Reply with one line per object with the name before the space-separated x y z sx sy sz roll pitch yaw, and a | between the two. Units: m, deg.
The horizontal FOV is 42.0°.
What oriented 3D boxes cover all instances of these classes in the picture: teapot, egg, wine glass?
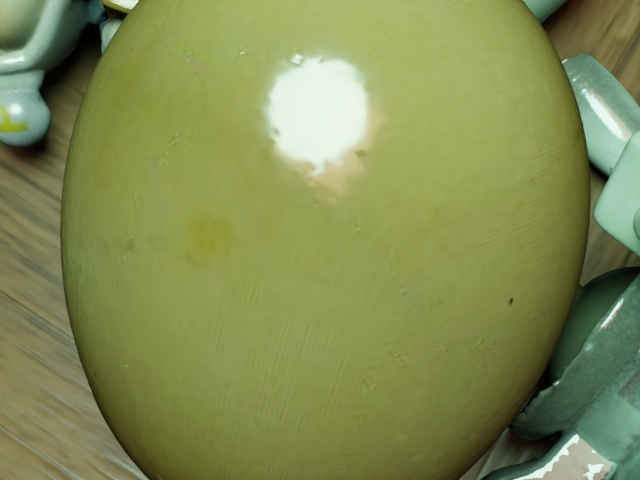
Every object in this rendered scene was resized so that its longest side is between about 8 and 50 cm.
teapot | 0.230 0.142 0.537 0.285 0.223 0.305 40 105 18
egg | 0.000 0.000 0.502 0.301 0.301 0.374 11 115 4
wine glass | 0.247 -0.056 0.648 0.066 0.066 0.198 -31 74 -8

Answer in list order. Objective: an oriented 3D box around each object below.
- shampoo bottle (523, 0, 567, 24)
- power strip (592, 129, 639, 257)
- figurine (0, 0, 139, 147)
shampoo bottle | 0.138 -0.194 0.658 0.262 0.085 0.085 -41 78 -4
power strip | 0.299 -0.041 0.529 0.385 0.062 0.091 -15 48 -39
figurine | -0.181 -0.193 0.630 0.381 0.186 0.261 13 86 -2
